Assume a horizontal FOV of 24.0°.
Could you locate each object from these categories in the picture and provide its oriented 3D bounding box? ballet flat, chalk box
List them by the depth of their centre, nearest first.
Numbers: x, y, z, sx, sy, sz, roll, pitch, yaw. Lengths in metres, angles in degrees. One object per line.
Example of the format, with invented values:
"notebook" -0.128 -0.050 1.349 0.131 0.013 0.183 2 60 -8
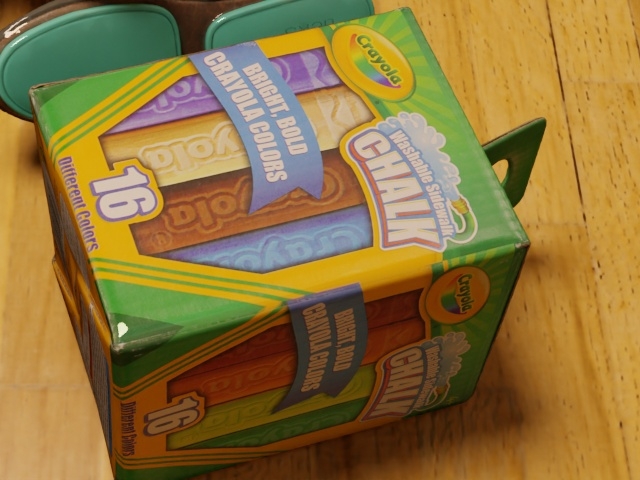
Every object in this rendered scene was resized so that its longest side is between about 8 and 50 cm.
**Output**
"chalk box" 0.000 0.000 0.865 0.289 0.180 0.179 -13 58 -14
"ballet flat" -0.099 -0.136 1.006 0.280 0.095 0.096 -12 31 -26
